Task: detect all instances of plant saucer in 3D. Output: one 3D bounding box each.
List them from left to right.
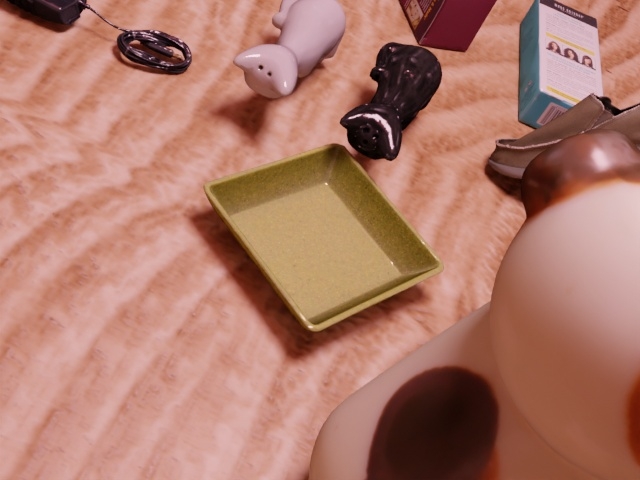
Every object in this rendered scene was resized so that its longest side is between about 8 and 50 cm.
[{"bbox_3d":[0.000,0.000,0.907,0.188,0.045,0.188,-22,64,-37],"label":"plant saucer"}]

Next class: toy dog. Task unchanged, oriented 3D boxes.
[{"bbox_3d":[0.164,0.108,0.639,0.395,0.408,0.284,10,48,-19],"label":"toy dog"}]

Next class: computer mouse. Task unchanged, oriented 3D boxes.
[{"bbox_3d":[-0.258,-0.250,1.008,0.242,0.041,0.071,29,53,-10],"label":"computer mouse"}]

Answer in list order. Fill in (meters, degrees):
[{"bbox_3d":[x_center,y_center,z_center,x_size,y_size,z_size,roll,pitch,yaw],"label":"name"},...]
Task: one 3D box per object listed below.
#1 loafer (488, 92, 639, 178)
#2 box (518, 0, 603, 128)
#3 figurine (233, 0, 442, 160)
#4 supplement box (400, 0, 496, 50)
[{"bbox_3d":[0.321,-0.132,1.067,0.094,0.251,0.087,-42,120,-64],"label":"loafer"},{"bbox_3d":[0.338,-0.246,1.274,0.100,0.060,0.244,22,46,-8],"label":"box"},{"bbox_3d":[0.019,-0.183,1.017,0.215,0.092,0.209,29,35,0],"label":"figurine"},{"bbox_3d":[0.166,-0.370,1.267,0.081,0.104,0.188,2,52,-25],"label":"supplement box"}]
